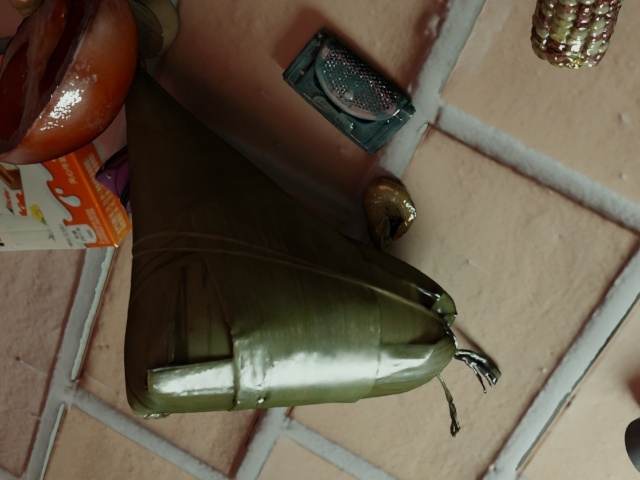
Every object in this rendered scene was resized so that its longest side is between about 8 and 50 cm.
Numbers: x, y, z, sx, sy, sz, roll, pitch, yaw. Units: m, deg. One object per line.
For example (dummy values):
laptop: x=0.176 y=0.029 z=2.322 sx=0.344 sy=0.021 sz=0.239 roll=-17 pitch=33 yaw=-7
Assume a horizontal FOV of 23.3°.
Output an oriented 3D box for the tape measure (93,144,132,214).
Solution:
tape measure: x=-0.179 y=-0.063 z=1.748 sx=0.118 sy=0.074 sz=0.125 roll=46 pitch=136 yaw=-12

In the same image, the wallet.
wallet: x=0.027 y=-0.150 z=1.590 sx=0.129 sy=0.026 sz=0.088 roll=40 pitch=136 yaw=-6

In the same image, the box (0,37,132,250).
box: x=-0.387 y=-0.107 z=1.849 sx=0.265 sy=0.048 sz=0.273 roll=-3 pitch=125 yaw=32

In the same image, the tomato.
tomato: x=-0.251 y=-0.160 z=1.581 sx=0.112 sy=0.199 sz=0.228 roll=24 pitch=139 yaw=-28

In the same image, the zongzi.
zongzi: x=0.000 y=0.000 z=1.662 sx=0.447 sy=0.418 sz=0.181 roll=0 pitch=162 yaw=-22

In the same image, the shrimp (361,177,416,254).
shrimp: x=0.077 y=-0.021 z=1.674 sx=0.059 sy=0.023 sz=0.108 roll=0 pitch=127 yaw=19

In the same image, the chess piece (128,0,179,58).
chess piece: x=-0.190 y=-0.232 z=1.640 sx=0.083 sy=0.038 sz=0.084 roll=15 pitch=134 yaw=16

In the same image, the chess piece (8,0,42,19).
chess piece: x=-0.306 y=-0.241 z=1.683 sx=0.066 sy=0.066 sz=0.122 roll=-7 pitch=118 yaw=34

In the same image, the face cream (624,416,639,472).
face cream: x=0.432 y=0.166 z=1.588 sx=0.073 sy=0.073 sz=0.283 roll=43 pitch=135 yaw=-8

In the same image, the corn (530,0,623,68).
corn: x=0.240 y=-0.254 z=1.352 sx=0.079 sy=0.079 sz=0.237 roll=22 pitch=129 yaw=13
